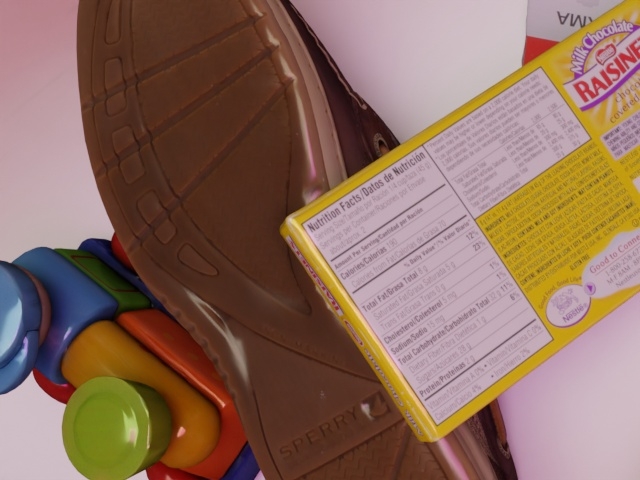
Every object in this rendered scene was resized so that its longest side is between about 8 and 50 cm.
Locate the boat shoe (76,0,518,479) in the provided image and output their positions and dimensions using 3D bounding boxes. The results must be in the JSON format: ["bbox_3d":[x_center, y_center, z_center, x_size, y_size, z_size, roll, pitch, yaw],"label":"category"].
[{"bbox_3d":[0.000,0.000,0.571,0.123,0.123,0.342,-32,83,29],"label":"boat shoe"}]

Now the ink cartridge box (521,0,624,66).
[{"bbox_3d":[0.180,-0.100,0.545,0.181,0.056,0.224,15,91,21],"label":"ink cartridge box"}]

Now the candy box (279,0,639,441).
[{"bbox_3d":[0.095,-0.017,0.500,0.206,0.027,0.105,-33,86,-16],"label":"candy box"}]

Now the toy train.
[{"bbox_3d":[-0.065,0.089,0.578,0.248,0.143,0.105,37,100,19],"label":"toy train"}]
